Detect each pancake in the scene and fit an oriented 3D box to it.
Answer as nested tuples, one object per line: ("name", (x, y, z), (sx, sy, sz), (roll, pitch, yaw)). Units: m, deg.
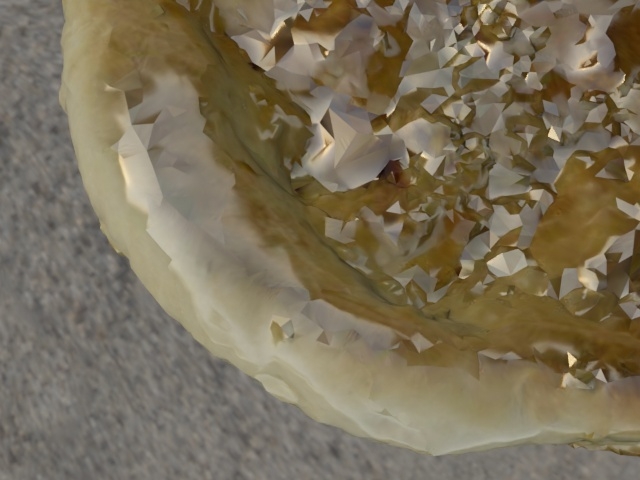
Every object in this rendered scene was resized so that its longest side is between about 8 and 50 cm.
("pancake", (0.060, -0.070, 0.365), (0.282, 0.049, 0.283), (-2, 67, 4))
